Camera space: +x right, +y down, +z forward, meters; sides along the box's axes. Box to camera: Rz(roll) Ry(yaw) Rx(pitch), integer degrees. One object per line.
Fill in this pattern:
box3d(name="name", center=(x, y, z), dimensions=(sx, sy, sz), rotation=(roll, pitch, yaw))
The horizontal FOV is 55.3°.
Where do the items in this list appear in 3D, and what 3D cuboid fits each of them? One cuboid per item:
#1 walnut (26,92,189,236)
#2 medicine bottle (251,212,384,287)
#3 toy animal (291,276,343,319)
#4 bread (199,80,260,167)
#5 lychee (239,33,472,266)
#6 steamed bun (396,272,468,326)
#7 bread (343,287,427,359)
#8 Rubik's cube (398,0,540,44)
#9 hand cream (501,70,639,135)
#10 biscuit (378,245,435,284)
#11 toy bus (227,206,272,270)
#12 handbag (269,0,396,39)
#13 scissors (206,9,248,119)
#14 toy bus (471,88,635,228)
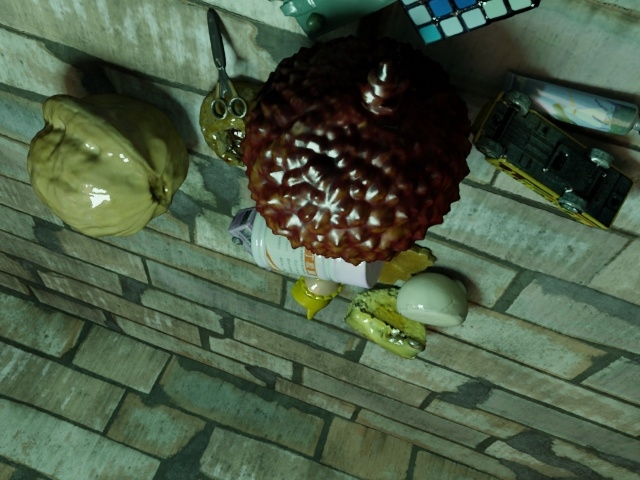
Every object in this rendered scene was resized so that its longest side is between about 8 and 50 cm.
box3d(name="walnut", center=(-0.522, -0.188, 1.485), dimensions=(0.384, 0.383, 0.383), rotation=(16, 148, 10))
box3d(name="medicine bottle", center=(0.000, 0.000, 1.595), dimensions=(0.316, 0.202, 0.202), rotation=(9, 146, 19))
box3d(name="toy animal", center=(-0.002, 0.133, 1.858), dimensions=(0.156, 0.156, 0.229), rotation=(20, 151, 4))
box3d(name="bread", center=(-0.173, -0.253, 1.396), dimensions=(0.230, 0.123, 0.230), rotation=(17, 146, 12))
box3d(name="lychee", center=(0.065, -0.163, 1.086), dimensions=(0.425, 0.424, 0.500), rotation=(22, 166, 1))
box3d(name="steamed bun", center=(0.316, 0.161, 1.696), dimensions=(0.228, 0.130, 0.177), rotation=(23, 158, -41))
box3d(name="bread", center=(0.210, 0.248, 1.874), dimensions=(0.262, 0.162, 0.204), rotation=(36, 150, 7))
box3d(name="Rubik's cube", center=(0.202, -0.417, 0.846), dimensions=(0.184, 0.182, 0.187), rotation=(-7, 138, 38))
box3d(name="hand cream", center=(0.451, -0.241, 1.092), dimensions=(0.256, 0.055, 0.088), rotation=(21, 157, 17))
box3d(name="biscuit", center=(0.213, 0.059, 1.708), dimensions=(0.166, 0.036, 0.225), rotation=(29, 146, -17))
box3d(name="toy bus", center=(-0.171, -0.004, 1.801), dimensions=(0.108, 0.096, 0.199), rotation=(-15, 130, 39))
box3d(name="handbag", center=(0.001, -0.467, 0.976), dimensions=(0.274, 0.100, 0.269), rotation=(-11, 136, 42))
box3d(name="scissors", center=(-0.204, -0.358, 1.256), dimensions=(0.088, 0.017, 0.220), rotation=(1, 113, 22))
box3d(name="toy bus", center=(0.424, -0.148, 1.145), dimensions=(0.336, 0.121, 0.123), rotation=(29, -179, -16))
